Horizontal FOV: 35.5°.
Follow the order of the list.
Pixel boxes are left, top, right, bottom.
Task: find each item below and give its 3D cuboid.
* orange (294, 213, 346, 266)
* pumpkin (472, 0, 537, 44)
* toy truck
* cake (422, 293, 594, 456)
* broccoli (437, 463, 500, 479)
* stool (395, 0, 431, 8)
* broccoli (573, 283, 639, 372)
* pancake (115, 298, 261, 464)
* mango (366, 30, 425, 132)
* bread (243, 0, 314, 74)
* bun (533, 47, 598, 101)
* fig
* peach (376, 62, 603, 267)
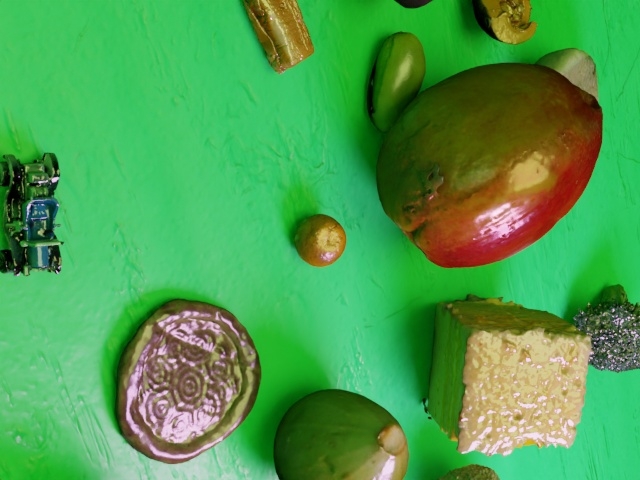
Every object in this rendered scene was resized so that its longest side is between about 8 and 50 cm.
[{"bbox_3d":[0.000,0.000,1.551,0.083,0.070,0.083,-1,93,-29],"label":"orange"},{"bbox_3d":[0.312,-0.432,1.703,0.119,0.107,0.183,-1,107,-32],"label":"pumpkin"},{"bbox_3d":[-0.356,-0.030,1.243,0.080,0.078,0.154,-7,103,-40],"label":"toy truck"},{"bbox_3d":[0.305,0.225,1.739,0.222,0.286,0.227,5,99,-11],"label":"cake"},{"bbox_3d":[0.240,0.530,1.820,0.302,0.186,0.254,-38,138,24],"label":"broccoli"},{"bbox_3d":[0.135,-0.496,1.461,0.178,0.272,0.272,27,81,-24],"label":"stool"},{"bbox_3d":[0.608,0.170,2.049,0.219,0.194,0.194,36,74,-14],"label":"broccoli"},{"bbox_3d":[-0.193,0.207,1.456,0.250,0.031,0.250,-10,106,-39],"label":"pancake"},{"bbox_3d":[0.125,-0.253,1.603,0.091,0.074,0.165,4,98,-44],"label":"mango"},{"bbox_3d":[-0.060,-0.313,1.452,0.074,0.053,0.132,-44,123,-30],"label":"bread"},{"bbox_3d":[0.428,-0.249,1.830,0.237,0.116,0.210,22,82,-55],"label":"bun"},{"bbox_3d":[0.037,0.337,1.541,0.207,0.230,0.207,-7,103,-29],"label":"fig"},{"bbox_3d":[0.267,-0.126,1.580,0.372,0.290,0.372,-36,164,-12],"label":"peach"}]
